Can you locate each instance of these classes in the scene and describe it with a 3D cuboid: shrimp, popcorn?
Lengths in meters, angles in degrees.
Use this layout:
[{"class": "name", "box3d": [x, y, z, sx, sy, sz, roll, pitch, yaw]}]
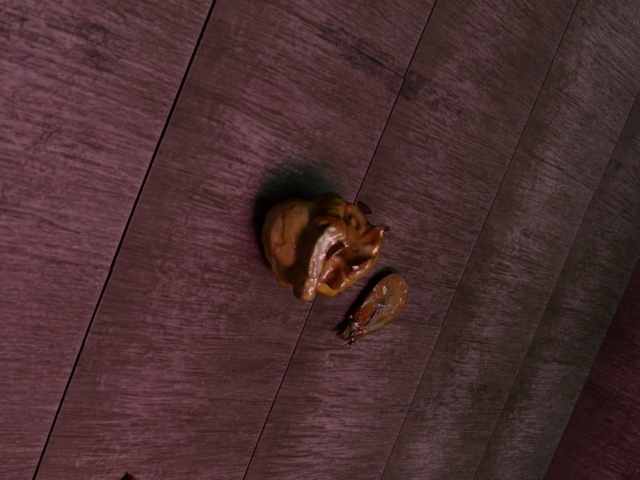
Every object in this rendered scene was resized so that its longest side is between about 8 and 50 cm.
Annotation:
[{"class": "shrimp", "box3d": [0.106, 0.139, 1.897, 0.217, 0.051, 0.115, -33, 126, -33]}, {"class": "popcorn", "box3d": [-0.002, 0.002, 1.585, 0.191, 0.190, 0.253, -42, 179, -8]}]

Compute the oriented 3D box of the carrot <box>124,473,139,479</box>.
[{"class": "carrot", "box3d": [-0.349, 0.470, 1.556, 0.170, 0.042, 0.042, -60, 142, -8]}]
